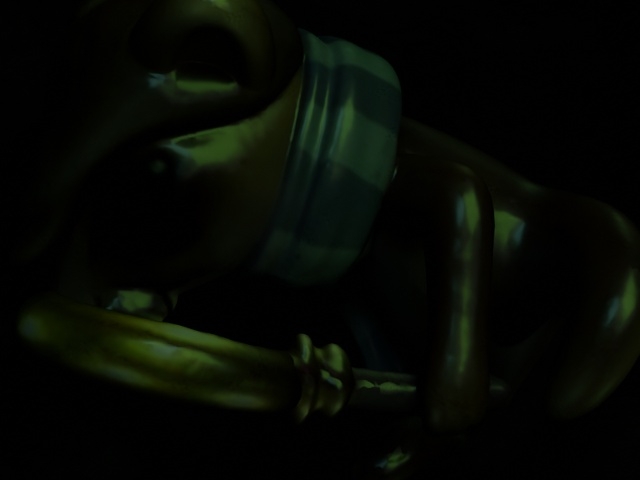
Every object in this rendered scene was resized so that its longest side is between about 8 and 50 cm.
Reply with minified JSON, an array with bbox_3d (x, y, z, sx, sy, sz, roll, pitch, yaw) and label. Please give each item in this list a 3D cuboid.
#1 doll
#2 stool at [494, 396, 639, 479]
[{"bbox_3d":[-0.002,0.004,0.676,0.340,0.209,0.318,29,9,-26],"label":"doll"},{"bbox_3d":[0.213,0.233,0.678,0.264,0.179,0.179,39,39,-11],"label":"stool"}]
